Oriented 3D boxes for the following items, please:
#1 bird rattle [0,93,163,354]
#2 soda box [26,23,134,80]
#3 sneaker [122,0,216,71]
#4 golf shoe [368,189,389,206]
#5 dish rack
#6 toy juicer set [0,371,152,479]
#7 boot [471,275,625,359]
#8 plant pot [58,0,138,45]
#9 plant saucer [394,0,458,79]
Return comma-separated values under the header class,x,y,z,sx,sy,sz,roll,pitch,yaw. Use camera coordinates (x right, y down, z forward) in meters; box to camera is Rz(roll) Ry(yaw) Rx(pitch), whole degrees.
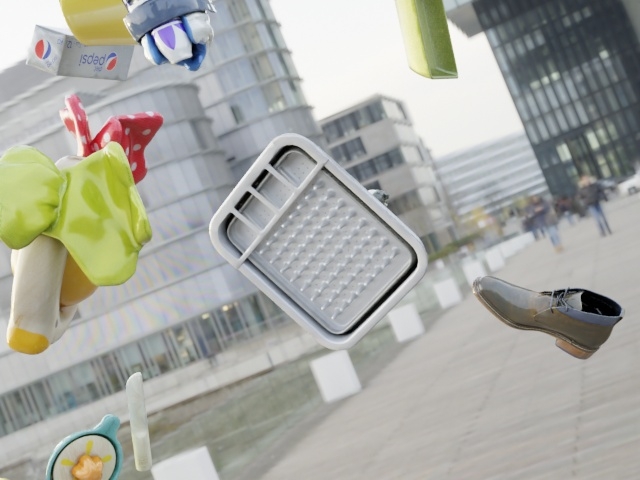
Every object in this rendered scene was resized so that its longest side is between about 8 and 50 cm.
class,x,y,z,sx,sy,sz,roll,pitch,yaw
bird rattle,-0.224,-0.017,0.773,0.143,0.206,0.253,14,13,-14
soda box,-0.557,-0.437,2.112,0.091,0.098,0.286,22,15,16
sneaker,-0.241,-0.370,1.269,0.130,0.236,0.323,-27,-20,1
golf shoe,0.020,-0.024,1.631,0.105,0.120,0.273,-47,2,-41
dish rack,0.000,0.000,1.535,0.285,0.333,0.072,-49,-2,31
toy juicer set,-0.381,0.403,1.515,0.329,0.209,0.089,-37,34,-26
boot,0.342,0.089,1.344,0.106,0.219,0.082,-58,8,46
plant pot,-0.391,-0.502,1.835,0.239,0.253,0.254,-11,0,10
plant saucer,0.181,-0.371,1.578,0.045,0.188,0.188,-10,6,24
